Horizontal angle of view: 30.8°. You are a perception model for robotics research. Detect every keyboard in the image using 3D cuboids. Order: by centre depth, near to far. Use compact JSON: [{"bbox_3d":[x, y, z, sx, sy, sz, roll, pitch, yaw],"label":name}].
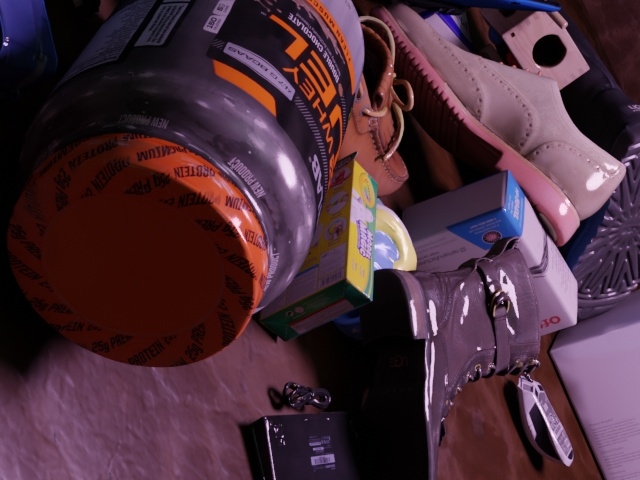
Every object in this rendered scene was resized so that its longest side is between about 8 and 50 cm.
[{"bbox_3d":[-0.008,0.179,1.031,0.180,0.023,0.108,13,65,-62],"label":"keyboard"}]

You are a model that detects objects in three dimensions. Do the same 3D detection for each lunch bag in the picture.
[{"bbox_3d":[-0.223,-0.142,0.798,0.065,0.067,0.098,9,63,-61],"label":"lunch bag"}]

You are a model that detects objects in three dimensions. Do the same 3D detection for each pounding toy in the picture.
[{"bbox_3d":[0.292,-0.309,1.675,0.206,0.094,0.181,50,11,-27],"label":"pounding toy"}]

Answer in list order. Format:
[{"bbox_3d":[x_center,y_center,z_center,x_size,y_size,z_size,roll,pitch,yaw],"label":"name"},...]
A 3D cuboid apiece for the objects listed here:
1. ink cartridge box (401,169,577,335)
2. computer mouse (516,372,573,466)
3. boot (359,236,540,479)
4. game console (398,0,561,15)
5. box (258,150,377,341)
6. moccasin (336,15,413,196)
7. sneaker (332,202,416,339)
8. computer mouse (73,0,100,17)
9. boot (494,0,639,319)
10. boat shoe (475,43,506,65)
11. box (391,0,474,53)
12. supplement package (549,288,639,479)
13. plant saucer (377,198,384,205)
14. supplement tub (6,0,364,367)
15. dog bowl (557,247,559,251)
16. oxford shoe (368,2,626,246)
[{"bbox_3d":[0.209,0.033,1.431,0.203,0.148,0.086,53,30,-28],"label":"ink cartridge box"},{"bbox_3d":[0.278,0.219,1.554,0.193,0.042,0.106,65,20,5],"label":"computer mouse"},{"bbox_3d":[0.147,0.130,1.162,0.229,0.091,0.262,-3,92,-44],"label":"boot"},{"bbox_3d":[0.140,-0.389,1.516,0.293,0.173,0.250,-1,71,-46],"label":"game console"},{"bbox_3d":[0.000,0.000,1.088,0.043,0.105,0.179,42,35,-33],"label":"box"},{"bbox_3d":[0.020,-0.163,1.160,0.139,0.147,0.380,56,3,38],"label":"moccasin"},{"bbox_3d":[0.066,0.085,1.206,0.126,0.091,0.240,-48,115,-43],"label":"sneaker"},{"bbox_3d":[-0.235,-0.291,0.924,0.041,0.071,0.242,-26,100,-25],"label":"computer mouse"},{"bbox_3d":[0.384,-0.145,1.879,0.146,0.367,0.445,-1,37,-24],"label":"boot"},{"bbox_3d":[0.279,-0.147,1.698,0.113,0.103,0.302,42,19,-55],"label":"boat shoe"},{"bbox_3d":[0.163,-0.347,1.732,0.126,0.072,0.137,34,42,-50],"label":"box"},{"bbox_3d":[0.516,0.230,1.830,0.262,0.199,0.198,66,25,-6],"label":"supplement package"},{"bbox_3d":[0.058,-0.012,1.315,0.119,0.021,0.119,45,33,-41],"label":"plant saucer"},{"bbox_3d":[-0.089,-0.077,0.851,0.207,0.207,0.338,55,28,-26],"label":"supplement tub"},{"bbox_3d":[0.261,0.011,1.643,0.297,0.074,0.165,13,59,-61],"label":"dog bowl"},{"bbox_3d":[0.221,-0.176,1.506,0.397,0.146,0.140,49,-9,11],"label":"oxford shoe"}]
